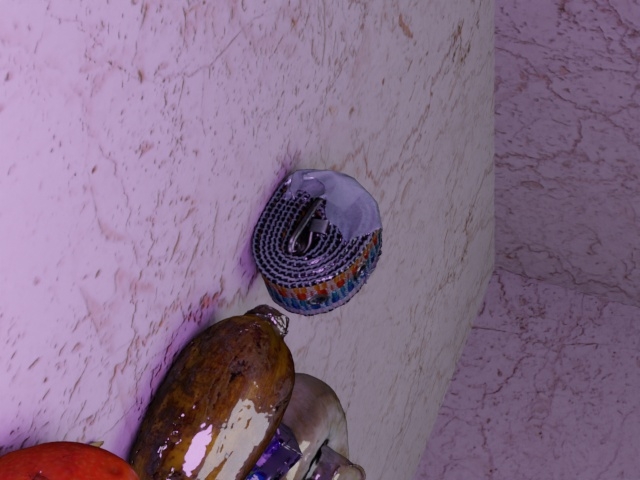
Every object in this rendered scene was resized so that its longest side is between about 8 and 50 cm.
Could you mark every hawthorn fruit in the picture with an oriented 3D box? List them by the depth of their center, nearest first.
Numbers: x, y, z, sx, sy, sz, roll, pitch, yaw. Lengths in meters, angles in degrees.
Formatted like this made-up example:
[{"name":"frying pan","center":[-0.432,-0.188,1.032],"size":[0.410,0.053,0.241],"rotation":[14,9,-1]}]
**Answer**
[{"name":"hawthorn fruit","center":[-0.305,0.339,1.179],"size":[0.299,0.211,0.211],"rotation":[-6,111,-81]}]

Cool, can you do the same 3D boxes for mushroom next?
[{"name":"mushroom","center":[-0.061,0.422,1.798],"size":[0.352,0.260,0.352],"rotation":[-39,137,-48]}]

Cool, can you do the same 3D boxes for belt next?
[{"name":"belt","center":[0.000,0.000,1.722],"size":[0.257,0.207,0.150],"rotation":[-57,158,-22]}]

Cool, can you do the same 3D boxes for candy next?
[{"name":"candy","center":[-0.159,0.426,1.603],"size":[0.312,0.088,0.061],"rotation":[-47,117,5]}]

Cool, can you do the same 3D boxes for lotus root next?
[{"name":"lotus root","center":[-0.163,0.274,1.519],"size":[0.397,0.179,0.196],"rotation":[-61,145,-28]}]

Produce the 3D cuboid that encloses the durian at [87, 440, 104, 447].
[{"name":"durian","center":[-0.339,0.399,1.310],"size":[0.139,0.144,0.252],"rotation":[53,52,-18]}]
